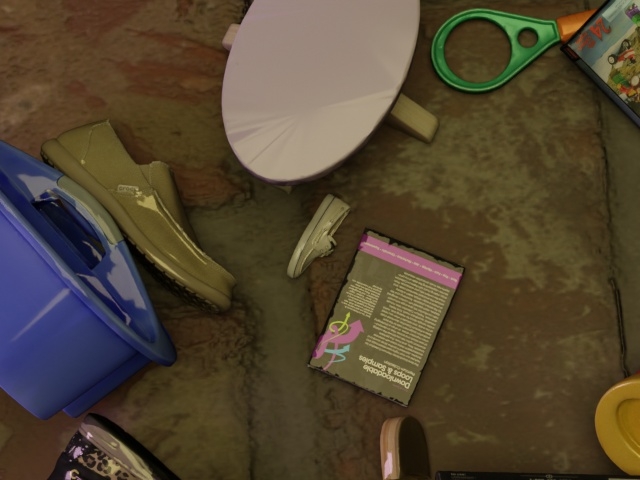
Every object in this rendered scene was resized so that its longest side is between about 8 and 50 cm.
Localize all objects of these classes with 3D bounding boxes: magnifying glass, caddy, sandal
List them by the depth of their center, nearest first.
[{"bbox_3d":[-0.288,0.023,1.837,0.179,0.241,0.341,-43,82,3],"label":"caddy"},{"bbox_3d":[0.067,0.304,1.866,0.079,0.088,0.240,-11,72,34],"label":"sandal"},{"bbox_3d":[0.231,-0.219,1.944,0.231,0.026,0.092,-13,81,0],"label":"magnifying glass"}]

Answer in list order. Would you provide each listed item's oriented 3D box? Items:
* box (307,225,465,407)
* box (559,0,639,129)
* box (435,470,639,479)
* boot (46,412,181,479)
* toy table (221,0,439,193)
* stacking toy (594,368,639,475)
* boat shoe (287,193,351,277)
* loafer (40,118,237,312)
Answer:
[{"bbox_3d":[0.070,0.081,1.909,0.116,0.029,0.162,23,83,7],"label":"box"},{"bbox_3d":[0.391,-0.230,1.911,0.159,0.044,0.233,44,87,-3],"label":"box"},{"bbox_3d":[0.233,0.325,1.754,0.247,0.163,0.142,2,120,-1],"label":"box"},{"bbox_3d":[-0.207,0.316,1.868,0.236,0.085,0.178,42,90,11],"label":"boot"},{"bbox_3d":[0.003,-0.176,1.885,0.252,0.161,0.274,37,85,8],"label":"toy table"},{"bbox_3d":[0.463,0.179,1.773,0.309,0.130,0.279,42,130,5],"label":"stacking toy"},{"bbox_3d":[0.000,0.000,1.923,0.035,0.035,0.100,28,78,10],"label":"boat shoe"},{"bbox_3d":[-0.179,-0.033,1.904,0.268,0.102,0.092,43,79,10],"label":"loafer"}]
